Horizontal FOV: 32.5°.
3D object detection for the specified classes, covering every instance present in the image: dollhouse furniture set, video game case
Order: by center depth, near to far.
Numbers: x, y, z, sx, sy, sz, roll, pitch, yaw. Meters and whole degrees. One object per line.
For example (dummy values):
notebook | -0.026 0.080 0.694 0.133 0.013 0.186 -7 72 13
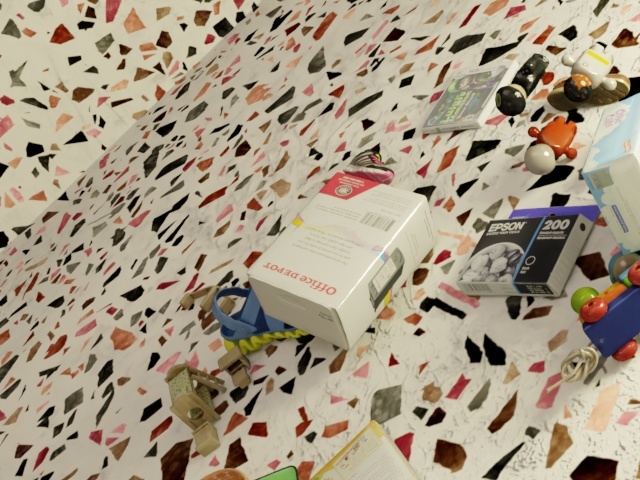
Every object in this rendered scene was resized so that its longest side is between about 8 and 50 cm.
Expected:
dollhouse furniture set | -0.213 0.297 2.160 0.161 0.101 0.182 -39 29 6
video game case | 0.325 -0.314 2.399 0.173 0.022 0.190 -1 49 50

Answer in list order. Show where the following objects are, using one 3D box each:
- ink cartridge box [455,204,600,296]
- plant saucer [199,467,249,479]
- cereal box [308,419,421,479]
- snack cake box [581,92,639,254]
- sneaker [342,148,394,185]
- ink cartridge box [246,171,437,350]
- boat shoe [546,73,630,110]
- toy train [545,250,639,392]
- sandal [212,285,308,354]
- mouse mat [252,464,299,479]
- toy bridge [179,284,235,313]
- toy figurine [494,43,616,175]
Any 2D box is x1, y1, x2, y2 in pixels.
ink cartridge box | 0.363 0.006 1.908 0.206 0.045 0.208 -3 46 49
plant saucer | -0.192 0.497 1.937 0.200 0.037 0.200 -29 32 21
cereal box | 0.076 0.409 1.715 0.173 0.047 0.240 -43 30 2
snack cake box | 0.496 -0.112 1.719 0.089 0.152 0.264 -23 17 31
sneaker | 0.115 -0.165 2.415 0.075 0.063 0.170 -56 26 -11
ink cartridge box | 0.044 0.031 2.077 0.226 0.131 0.306 20 57 36
boat shoe | 0.516 -0.297 2.101 0.178 0.064 0.060 -6 47 51
toy train | 0.413 0.117 1.651 0.248 0.105 0.143 -39 19 6
sandal | -0.097 0.129 2.210 0.317 0.138 0.126 -25 32 24
mouse mat | -0.097 0.473 1.832 0.152 0.007 0.190 -23 38 8
toy bridge | -0.249 0.132 2.502 0.188 0.026 0.063 1 49 51
toy figurine | 0.440 -0.229 1.955 0.209 0.213 0.148 -2 36 43
